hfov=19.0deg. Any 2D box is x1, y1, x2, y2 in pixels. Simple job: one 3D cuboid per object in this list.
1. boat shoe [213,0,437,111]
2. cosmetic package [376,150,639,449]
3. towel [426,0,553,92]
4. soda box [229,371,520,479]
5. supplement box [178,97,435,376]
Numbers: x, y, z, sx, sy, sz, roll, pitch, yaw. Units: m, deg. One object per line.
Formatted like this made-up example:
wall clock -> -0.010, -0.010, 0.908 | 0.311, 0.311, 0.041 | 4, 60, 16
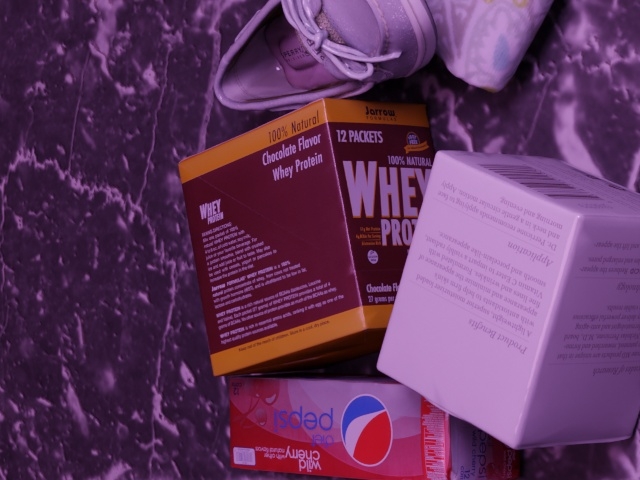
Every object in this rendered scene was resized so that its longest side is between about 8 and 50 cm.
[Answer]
boat shoe -> 0.000, -0.164, 1.569 | 0.118, 0.103, 0.320 | 60, 161, -8
cosmetic package -> 0.164, 0.043, 1.454 | 0.151, 0.151, 0.184 | 29, 109, 42
towel -> 0.096, -0.351, 1.573 | 0.374, 0.090, 0.320 | 44, 122, 36
soda box -> 0.042, 0.157, 1.618 | 0.263, 0.092, 0.083 | -1, 89, 46
supplement box -> 0.000, 0.000, 1.635 | 0.191, 0.129, 0.194 | -20, 76, 43
